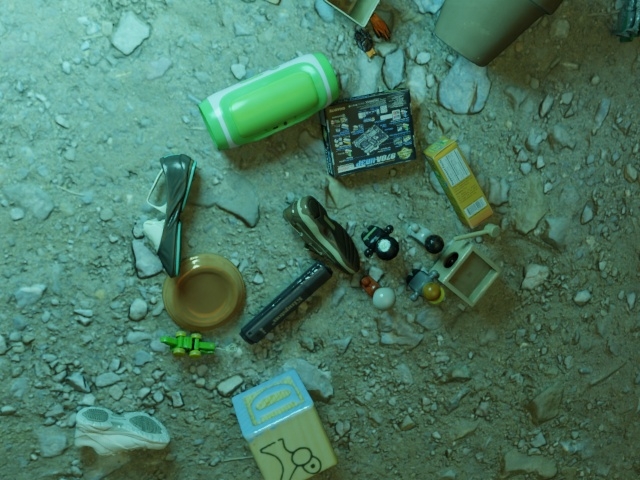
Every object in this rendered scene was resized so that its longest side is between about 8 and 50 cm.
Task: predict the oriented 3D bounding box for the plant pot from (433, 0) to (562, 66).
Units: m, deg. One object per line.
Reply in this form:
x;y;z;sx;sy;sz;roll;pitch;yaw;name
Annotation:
0.381;-0.532;1.464;0.263;0.263;0.229;24;117;-22;plant pot

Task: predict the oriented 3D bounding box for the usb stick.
-0.084;0.154;1.609;0.278;0.045;0.077;-41;152;-1;usb stick

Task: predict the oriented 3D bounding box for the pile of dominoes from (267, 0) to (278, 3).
-0.154;-0.634;1.356;0.251;0.040;0.196;16;101;-21;pile of dominoes

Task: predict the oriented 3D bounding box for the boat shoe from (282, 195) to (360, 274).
0.001;-0.006;1.586;0.095;0.095;0.257;-20;125;28;boat shoe

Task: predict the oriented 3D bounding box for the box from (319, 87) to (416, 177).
0.116;-0.261;1.548;0.220;0.051;0.175;-14;110;-13;box

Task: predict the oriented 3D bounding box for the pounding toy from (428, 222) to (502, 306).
0.387;0.035;1.700;0.181;0.094;0.206;37;93;-24;pounding toy

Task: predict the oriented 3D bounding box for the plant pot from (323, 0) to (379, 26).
0.064;-0.545;1.420;0.109;0.096;0.109;27;96;-22;plant pot

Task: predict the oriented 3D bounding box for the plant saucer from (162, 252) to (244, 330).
-0.279;0.130;1.556;0.199;0.037;0.200;-5;108;-15;plant saucer

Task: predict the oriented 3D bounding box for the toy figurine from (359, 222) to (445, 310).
0.209;0.063;1.625;0.209;0.148;0.213;-3;107;-16;toy figurine

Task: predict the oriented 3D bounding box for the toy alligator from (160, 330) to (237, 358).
-0.303;0.265;1.586;0.189;0.056;0.051;12;145;-21;toy alligator

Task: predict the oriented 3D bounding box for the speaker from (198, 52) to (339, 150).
-0.112;-0.307;1.424;0.296;0.131;0.131;-25;112;-8;speaker

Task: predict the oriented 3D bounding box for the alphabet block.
-0.092;0.482;1.638;0.192;0.193;0.197;-23;112;-8;alphabet block

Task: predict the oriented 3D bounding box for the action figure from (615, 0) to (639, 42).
0.811;-0.632;1.625;0.063;0.137;0.232;14;94;-8;action figure

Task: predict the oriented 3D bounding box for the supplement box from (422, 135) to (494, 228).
0.351;-0.148;1.643;0.080;0.078;0.233;-33;113;-2;supplement box

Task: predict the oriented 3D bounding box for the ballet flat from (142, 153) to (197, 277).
-0.346;-0.058;1.454;0.096;0.095;0.281;9;94;-9;ballet flat

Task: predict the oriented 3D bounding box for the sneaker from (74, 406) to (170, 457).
-0.490;0.485;1.583;0.232;0.090;0.115;17;108;-12;sneaker

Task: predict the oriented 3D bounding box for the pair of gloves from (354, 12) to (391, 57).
0.122;-0.479;1.505;0.083;0.010;0.074;-42;115;2;pair of gloves
